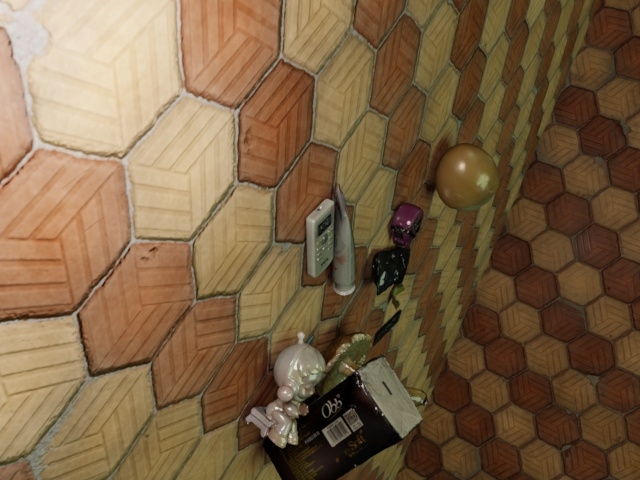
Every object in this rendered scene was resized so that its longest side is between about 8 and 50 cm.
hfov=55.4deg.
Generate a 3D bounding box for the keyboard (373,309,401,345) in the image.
[{"bbox_3d":[0.245,0.317,2.221,0.198,0.010,0.064,-33,143,-51],"label":"keyboard"}]

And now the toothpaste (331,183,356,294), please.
[{"bbox_3d":[0.056,0.012,1.469,0.323,0.066,0.100,87,-6,-47],"label":"toothpaste"}]

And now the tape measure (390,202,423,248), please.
[{"bbox_3d":[0.262,-0.048,1.829,0.118,0.074,0.125,-59,158,-16],"label":"tape measure"}]

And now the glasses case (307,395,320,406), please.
[{"bbox_3d":[0.029,0.519,1.879,0.321,0.082,0.122,-11,121,-62],"label":"glasses case"}]

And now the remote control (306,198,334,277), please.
[{"bbox_3d":[0.000,0.000,1.392,0.087,0.029,0.190,-45,149,-37],"label":"remote control"}]

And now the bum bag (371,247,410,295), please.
[{"bbox_3d":[0.223,0.086,1.882,0.310,0.074,0.137,-11,112,-62],"label":"bum bag"}]

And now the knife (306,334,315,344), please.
[{"bbox_3d":[-0.040,0.284,1.607,0.091,0.005,0.014,-51,152,-30],"label":"knife"}]

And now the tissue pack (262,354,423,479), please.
[{"bbox_3d":[0.055,0.479,1.562,0.370,0.210,0.198,-40,160,25],"label":"tissue pack"}]

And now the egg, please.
[{"bbox_3d":[0.464,-0.205,1.949,0.201,0.201,0.244,-55,143,-22],"label":"egg"}]

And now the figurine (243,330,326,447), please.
[{"bbox_3d":[-0.068,0.351,1.475,0.181,0.144,0.257,26,91,-46],"label":"figurine"}]

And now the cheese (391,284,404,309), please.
[{"bbox_3d":[0.262,0.195,2.103,0.060,0.041,0.084,65,38,-69],"label":"cheese"}]

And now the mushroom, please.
[{"bbox_3d":[0.136,0.363,1.721,0.233,0.301,0.208,27,61,-67],"label":"mushroom"}]
